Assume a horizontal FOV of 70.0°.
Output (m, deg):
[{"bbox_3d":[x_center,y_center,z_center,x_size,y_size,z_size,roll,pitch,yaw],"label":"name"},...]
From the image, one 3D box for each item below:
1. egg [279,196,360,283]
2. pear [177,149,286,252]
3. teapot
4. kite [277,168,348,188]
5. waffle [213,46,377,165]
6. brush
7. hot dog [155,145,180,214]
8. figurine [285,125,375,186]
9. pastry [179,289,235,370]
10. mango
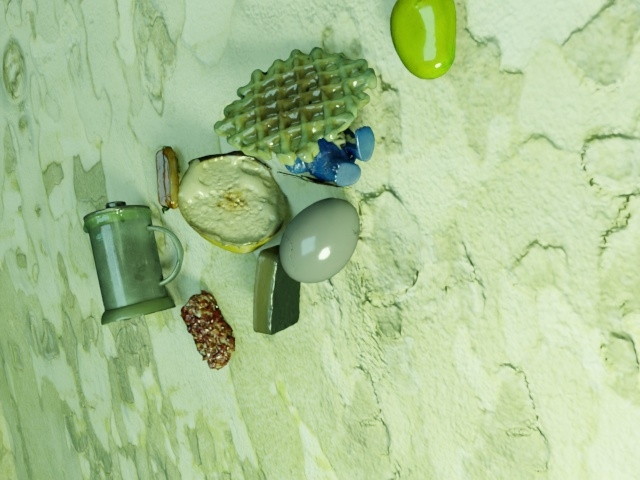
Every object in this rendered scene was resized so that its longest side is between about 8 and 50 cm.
[{"bbox_3d":[0.000,0.000,0.948,0.146,0.146,0.198,39,98,23],"label":"egg"},{"bbox_3d":[-0.220,-0.061,1.080,0.266,0.267,0.178,54,146,15],"label":"pear"},{"bbox_3d":[-0.523,0.048,1.298,0.271,0.200,0.336,-14,87,9],"label":"teapot"},{"bbox_3d":[-0.015,-0.123,0.957,0.160,0.183,0.010,12,100,-13],"label":"kite"},{"bbox_3d":[-0.050,-0.274,0.908,0.309,0.056,0.291,24,68,35],"label":"waffle"},{"bbox_3d":[-0.094,0.112,1.043,0.059,0.123,0.197,11,104,29],"label":"brush"},{"bbox_3d":[-0.417,-0.166,1.261,0.072,0.055,0.188,6,101,36],"label":"hot dog"},{"bbox_3d":[-0.004,-0.193,0.945,0.164,0.120,0.262,-40,50,-4],"label":"figurine"},{"bbox_3d":[-0.294,0.236,1.211,0.097,0.115,0.208,-35,75,20],"label":"pastry"},{"bbox_3d":[0.179,-0.369,0.808,0.117,0.089,0.163,4,100,34],"label":"mango"}]
